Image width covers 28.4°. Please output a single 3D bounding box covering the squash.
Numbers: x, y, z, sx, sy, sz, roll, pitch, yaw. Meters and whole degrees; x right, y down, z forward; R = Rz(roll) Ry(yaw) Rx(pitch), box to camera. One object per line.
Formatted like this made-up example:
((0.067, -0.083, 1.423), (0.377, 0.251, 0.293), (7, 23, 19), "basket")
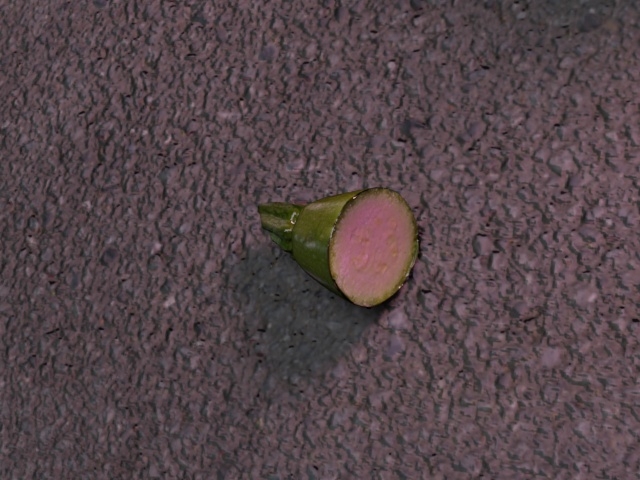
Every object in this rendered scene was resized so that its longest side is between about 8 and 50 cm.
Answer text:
((0.004, -0.001, 1.106), (0.132, 0.105, 0.105), (10, 76, 47), "squash")
